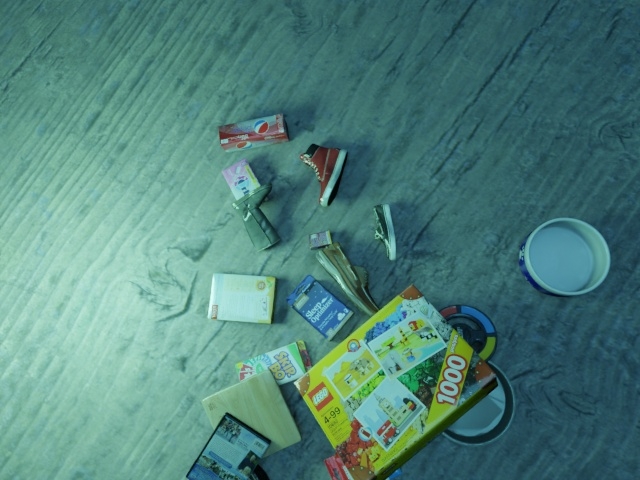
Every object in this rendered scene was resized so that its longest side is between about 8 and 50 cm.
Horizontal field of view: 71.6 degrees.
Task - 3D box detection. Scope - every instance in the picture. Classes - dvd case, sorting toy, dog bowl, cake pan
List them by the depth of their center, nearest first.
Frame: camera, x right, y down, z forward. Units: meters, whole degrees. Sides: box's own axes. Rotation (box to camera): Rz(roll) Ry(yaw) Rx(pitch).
[{"bbox_3d":[-0.304,0.721,1.466,0.180,0.022,0.253,32,91,3],"label":"dvd case"},{"bbox_3d":[0.497,0.531,1.491,0.294,0.054,0.293,-1,78,6],"label":"cake pan"},{"bbox_3d":[-0.229,0.600,1.520,0.256,0.089,0.257,-25,88,2],"label":"sorting toy"},{"bbox_3d":[0.831,0.061,1.527,0.265,0.104,0.264,-1,78,6],"label":"dog bowl"}]

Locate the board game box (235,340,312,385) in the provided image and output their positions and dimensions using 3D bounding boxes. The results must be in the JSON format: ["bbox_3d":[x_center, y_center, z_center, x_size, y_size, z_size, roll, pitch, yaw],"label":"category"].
[{"bbox_3d":[-0.165,0.459,1.591,0.260,0.039,0.124,-20,78,-1],"label":"board game box"}]

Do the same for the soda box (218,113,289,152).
[{"bbox_3d":[-0.261,-0.420,1.753,0.264,0.092,0.083,-10,77,5],"label":"soda box"}]

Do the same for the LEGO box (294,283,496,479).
[{"bbox_3d":[0.234,0.449,1.398,0.500,0.193,0.372,-41,57,0],"label":"LEGO box"}]

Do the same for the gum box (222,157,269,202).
[{"bbox_3d":[-0.294,-0.217,1.729,0.107,0.062,0.188,-30,77,-1],"label":"gum box"}]

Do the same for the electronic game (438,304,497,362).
[{"bbox_3d":[0.478,0.324,1.506,0.230,0.048,0.229,-7,56,11],"label":"electronic game"}]

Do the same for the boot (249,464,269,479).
[{"bbox_3d":[-0.229,0.861,1.496,0.137,0.077,0.198,-39,76,3],"label":"boot"}]

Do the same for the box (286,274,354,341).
[{"bbox_3d":[-0.006,0.241,1.617,0.225,0.036,0.136,40,85,14],"label":"box"}]

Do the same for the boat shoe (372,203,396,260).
[{"bbox_3d":[0.233,-0.028,1.630,0.070,0.077,0.219,-8,69,4],"label":"boat shoe"}]

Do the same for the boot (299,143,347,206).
[{"bbox_3d":[-0.010,-0.252,1.697,0.176,0.088,0.244,14,72,9],"label":"boot"}]

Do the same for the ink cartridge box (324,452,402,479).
[{"bbox_3d":[0.136,0.749,1.473,0.231,0.078,0.134,-27,77,1],"label":"ink cartridge box"}]

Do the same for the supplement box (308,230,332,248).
[{"bbox_3d":[0.000,0.000,1.662,0.083,0.043,0.054,-11,78,3],"label":"supplement box"}]

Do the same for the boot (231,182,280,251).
[{"bbox_3d":[-0.211,-0.086,1.652,0.190,0.076,0.208,-31,92,14],"label":"boot"}]

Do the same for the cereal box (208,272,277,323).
[{"bbox_3d":[-0.288,0.215,1.646,0.240,0.047,0.172,4,79,7],"label":"cereal box"}]

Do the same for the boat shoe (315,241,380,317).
[{"bbox_3d":[0.119,0.137,1.584,0.116,0.123,0.324,-39,79,-5],"label":"boat shoe"}]
